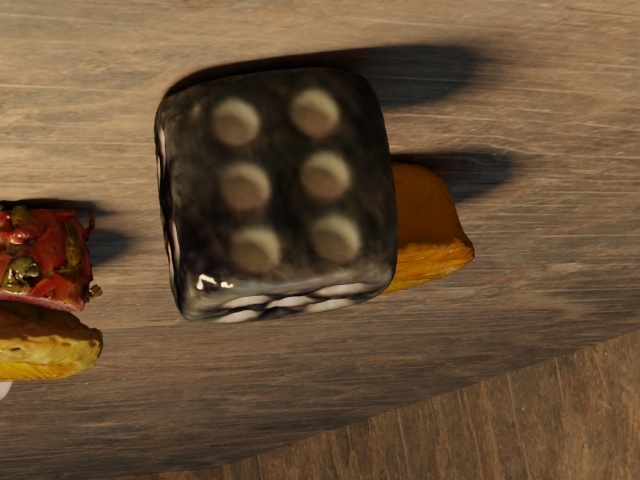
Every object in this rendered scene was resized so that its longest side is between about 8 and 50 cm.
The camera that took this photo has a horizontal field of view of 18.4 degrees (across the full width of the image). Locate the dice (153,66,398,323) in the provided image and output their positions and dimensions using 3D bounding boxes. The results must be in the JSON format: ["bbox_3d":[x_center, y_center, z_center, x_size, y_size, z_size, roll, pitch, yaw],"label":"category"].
[{"bbox_3d":[-0.039,-0.034,1.614,0.181,0.182,0.183,-8,170,-9],"label":"dice"}]

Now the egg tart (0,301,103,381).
[{"bbox_3d":[-0.378,0.082,2.000,0.319,0.128,0.319,-5,174,-1],"label":"egg tart"}]

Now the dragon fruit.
[{"bbox_3d":[-0.276,0.011,1.871,0.147,0.102,0.096,-1,164,-14],"label":"dragon fruit"}]

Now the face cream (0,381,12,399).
[{"bbox_3d":[-0.488,0.121,2.266,0.274,0.096,0.154,13,161,-28],"label":"face cream"}]

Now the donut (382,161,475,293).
[{"bbox_3d":[0.000,0.000,1.989,0.303,0.110,0.303,-11,170,-2],"label":"donut"}]
